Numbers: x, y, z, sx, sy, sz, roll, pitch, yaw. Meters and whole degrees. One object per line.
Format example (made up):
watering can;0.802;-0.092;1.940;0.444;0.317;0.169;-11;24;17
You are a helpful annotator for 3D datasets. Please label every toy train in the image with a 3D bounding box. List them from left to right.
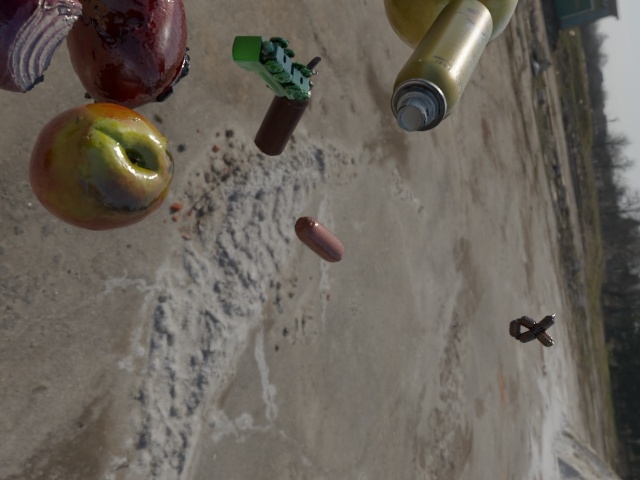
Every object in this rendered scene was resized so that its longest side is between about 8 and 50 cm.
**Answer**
toy train;-0.101;-0.389;1.265;0.251;0.119;0.085;25;72;-73

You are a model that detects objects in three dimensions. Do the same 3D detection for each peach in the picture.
peach;-0.585;-0.193;1.485;0.370;0.369;0.371;28;58;-58
peach;-0.561;-0.582;1.577;0.353;0.338;0.417;-59;152;-71

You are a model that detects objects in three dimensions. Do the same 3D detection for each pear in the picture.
pear;0.286;-0.558;1.228;0.314;0.314;0.315;28;58;-58

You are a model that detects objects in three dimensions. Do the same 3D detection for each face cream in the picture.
face cream;0.197;-0.285;0.906;0.349;0.104;0.105;-58;133;-41

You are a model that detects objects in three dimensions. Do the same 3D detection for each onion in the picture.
onion;-0.623;-0.428;1.044;0.247;0.250;0.111;33;8;-14

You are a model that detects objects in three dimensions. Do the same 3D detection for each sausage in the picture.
sausage;0.000;0.000;1.265;0.154;0.062;0.062;40;48;-45

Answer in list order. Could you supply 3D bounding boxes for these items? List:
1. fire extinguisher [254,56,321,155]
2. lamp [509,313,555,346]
fire extinguisher;-0.090;-0.415;1.695;0.106;0.337;0.147;38;47;0
lamp;0.402;0.168;1.053;0.031;0.083;0.063;28;68;-49
